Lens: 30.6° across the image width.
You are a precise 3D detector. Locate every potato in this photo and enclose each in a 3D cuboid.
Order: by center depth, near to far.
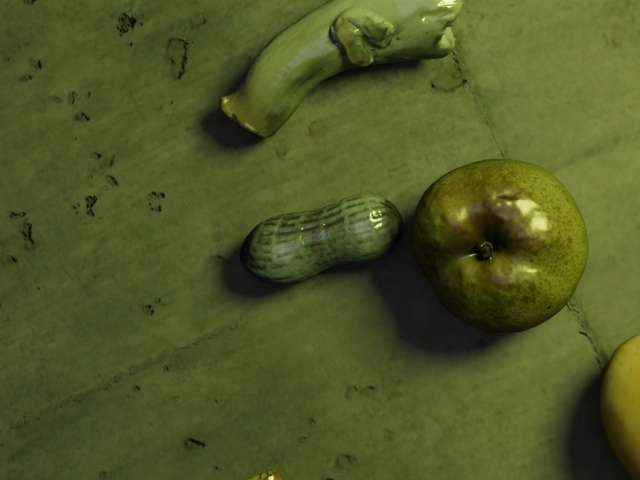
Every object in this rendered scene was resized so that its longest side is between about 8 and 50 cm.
[{"bbox_3d":[0.354,0.185,1.068,0.150,0.146,0.234,-28,68,-35],"label":"potato"}]

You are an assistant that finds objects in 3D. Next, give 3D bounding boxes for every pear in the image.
[{"bbox_3d":[0.168,0.005,1.094,0.167,0.136,0.167,1,92,14],"label":"pear"}]

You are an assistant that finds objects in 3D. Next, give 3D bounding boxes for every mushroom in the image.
[{"bbox_3d":[0.024,-0.190,1.141,0.278,0.096,0.099,-26,42,10],"label":"mushroom"}]

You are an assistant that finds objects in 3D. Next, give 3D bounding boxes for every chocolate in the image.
[{"bbox_3d":[0.000,0.000,1.155,0.167,0.072,0.072,-14,89,7],"label":"chocolate"}]

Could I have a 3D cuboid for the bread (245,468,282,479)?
[{"bbox_3d":[-0.079,0.288,1.180,0.154,0.054,0.136,32,97,2],"label":"bread"}]
